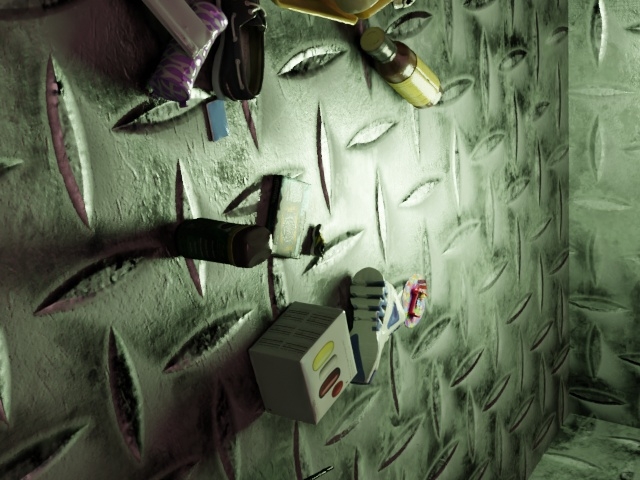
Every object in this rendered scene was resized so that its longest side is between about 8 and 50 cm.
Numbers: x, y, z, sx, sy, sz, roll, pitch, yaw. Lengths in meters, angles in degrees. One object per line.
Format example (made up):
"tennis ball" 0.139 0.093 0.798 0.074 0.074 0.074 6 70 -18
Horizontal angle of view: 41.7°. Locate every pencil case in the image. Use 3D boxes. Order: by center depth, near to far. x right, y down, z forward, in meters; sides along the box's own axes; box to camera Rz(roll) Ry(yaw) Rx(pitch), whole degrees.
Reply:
"pencil case" -0.247 -0.355 1.595 0.088 0.086 0.206 38 65 -37

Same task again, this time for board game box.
"board game box" -0.078 -0.053 1.971 0.126 0.026 0.186 13 85 -57
"board game box" 0.301 0.189 2.589 0.133 0.033 0.168 -37 126 -47

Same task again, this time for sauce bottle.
"sauce bottle" 0.216 -0.465 2.254 0.344 0.111 0.111 30 71 -55

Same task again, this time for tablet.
"tablet" -0.213 -0.250 1.743 0.054 0.006 0.083 -36 124 -48

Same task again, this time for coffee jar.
"coffee jar" -0.189 0.004 1.668 0.096 0.184 0.079 -26 118 -51

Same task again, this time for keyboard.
"keyboard" -0.292 -0.444 1.502 0.256 0.014 0.072 49 50 -25

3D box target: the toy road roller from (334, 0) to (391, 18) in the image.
"toy road roller" 0.119 -0.689 1.883 0.329 0.240 0.202 -38 140 3

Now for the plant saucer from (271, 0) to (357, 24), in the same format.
"plant saucer" -0.025 -0.668 1.874 0.333 0.081 0.332 -8 103 -55

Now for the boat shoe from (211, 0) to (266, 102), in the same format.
"boat shoe" -0.152 -0.434 1.716 0.114 0.091 0.302 -7 101 -54

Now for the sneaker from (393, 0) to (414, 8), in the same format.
"sneaker" 0.241 -0.660 2.313 0.109 0.044 0.040 -41 127 -47

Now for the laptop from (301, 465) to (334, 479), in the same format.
"laptop" -0.094 0.675 1.997 0.234 0.264 0.136 -11 69 -56

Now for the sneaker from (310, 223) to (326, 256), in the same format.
"sneaker" 0.000 0.000 2.091 0.031 0.035 0.083 6 91 -58

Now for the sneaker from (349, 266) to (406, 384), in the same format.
"sneaker" 0.157 0.243 2.297 0.182 0.127 0.315 23 76 -54

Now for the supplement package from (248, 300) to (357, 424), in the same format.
"supplement package" -0.036 0.287 1.992 0.203 0.149 0.194 -45 132 -44
